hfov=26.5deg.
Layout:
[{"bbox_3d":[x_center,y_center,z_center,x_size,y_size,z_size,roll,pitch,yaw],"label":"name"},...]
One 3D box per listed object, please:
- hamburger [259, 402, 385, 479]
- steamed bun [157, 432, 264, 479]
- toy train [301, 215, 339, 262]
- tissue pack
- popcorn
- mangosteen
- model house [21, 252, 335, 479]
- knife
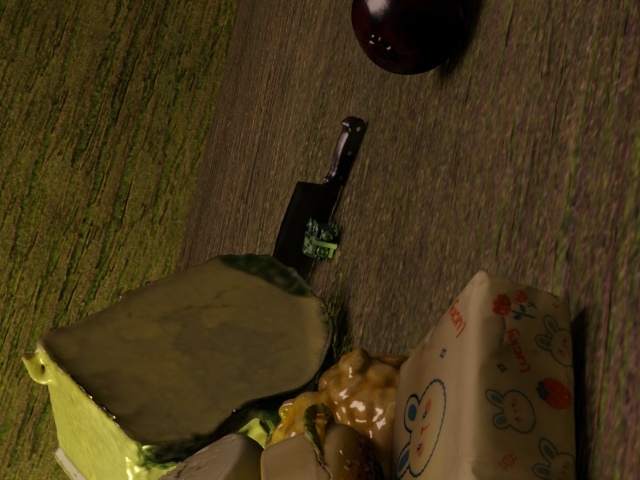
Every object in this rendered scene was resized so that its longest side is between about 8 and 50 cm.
[{"bbox_3d":[0.006,0.184,0.941,0.126,0.081,0.141,73,-174,-45],"label":"hamburger"},{"bbox_3d":[-0.074,0.288,1.281,0.155,0.200,0.250,-45,7,-15],"label":"steamed bun"},{"bbox_3d":[0.000,0.000,1.706,0.083,0.033,0.053,-135,57,-76],"label":"toy train"},{"bbox_3d":[0.105,0.143,0.905,0.148,0.092,0.196,120,161,-49],"label":"tissue pack"},{"bbox_3d":[0.036,0.164,1.087,0.194,0.140,0.163,134,146,-61],"label":"popcorn"},{"bbox_3d":[0.099,-0.242,1.417,0.140,0.140,0.140,-163,90,-78],"label":"mangosteen"},{"bbox_3d":[-0.135,0.207,1.545,0.261,0.321,0.266,38,139,38],"label":"model house"},{"bbox_3d":[-0.009,-0.047,1.736,0.019,0.072,0.245,39,114,48],"label":"knife"}]
